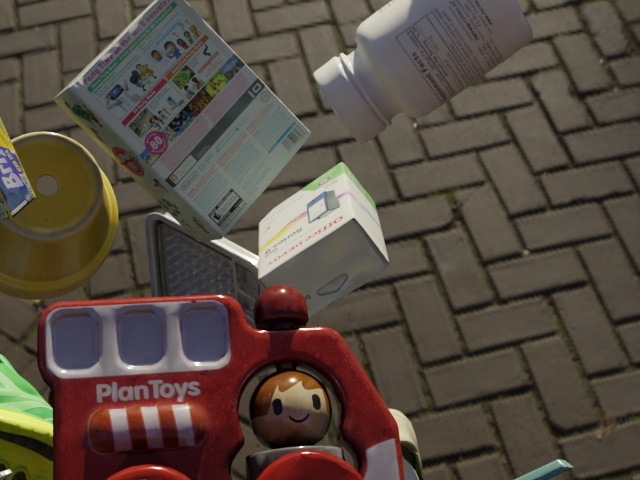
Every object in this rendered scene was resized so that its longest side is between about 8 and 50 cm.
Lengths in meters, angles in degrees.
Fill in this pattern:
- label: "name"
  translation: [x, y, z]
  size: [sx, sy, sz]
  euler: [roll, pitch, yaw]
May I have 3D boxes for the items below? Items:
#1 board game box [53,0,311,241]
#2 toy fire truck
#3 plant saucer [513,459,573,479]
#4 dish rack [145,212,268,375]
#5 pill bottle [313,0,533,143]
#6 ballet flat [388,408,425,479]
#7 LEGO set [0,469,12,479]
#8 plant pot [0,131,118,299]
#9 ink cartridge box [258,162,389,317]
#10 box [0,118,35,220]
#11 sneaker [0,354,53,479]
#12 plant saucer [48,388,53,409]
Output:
- label: "board game box"
  translation: [-0.198, -0.181, 1.448]
  size: [0.303, 0.097, 0.224]
  euler: [46, 68, -18]
- label: "toy fire truck"
  translation: [-0.083, 0.162, 0.830]
  size: [0.302, 0.169, 0.253]
  euler: [-4, 73, -9]
- label: "plant saucer"
  translation: [0.273, 0.363, 1.424]
  size: [0.192, 0.067, 0.018]
  euler: [-29, 68, 15]
- label: "dish rack"
  translation: [-0.209, 0.094, 1.967]
  size: [0.333, 0.285, 0.072]
  euler: [26, 43, 29]
- label: "pill bottle"
  translation: [0.113, -0.216, 1.119]
  size: [0.229, 0.131, 0.131]
  euler: [-35, 59, 11]
- label: "ballet flat"
  translation: [0.097, 0.317, 1.140]
  size: [0.086, 0.248, 0.086]
  euler: [-13, 19, 4]
- label: "LEGO set"
  translation: [-0.247, 0.207, 0.713]
  size: [0.023, 0.054, 0.083]
  euler: [16, 69, -16]
- label: "plant pot"
  translation: [-0.428, -0.053, 1.498]
  size: [0.254, 0.239, 0.254]
  euler: [5, 75, -19]
- label: "ink cartridge box"
  translation: [0.000, 0.000, 1.341]
  size: [0.154, 0.093, 0.212]
  euler: [-33, 23, 12]
- label: "box"
  translation: [-0.370, -0.103, 1.043]
  size: [0.054, 0.169, 0.059]
  euler: [-10, 24, 18]
- label: "sneaker"
  translation: [-0.382, 0.159, 1.001]
  size: [0.109, 0.295, 0.123]
  euler: [-48, 26, -1]
- label: "plant saucer"
  translation: [-0.338, 0.265, 1.507]
  size: [0.168, 0.168, 0.029]
  euler: [19, 34, 11]
